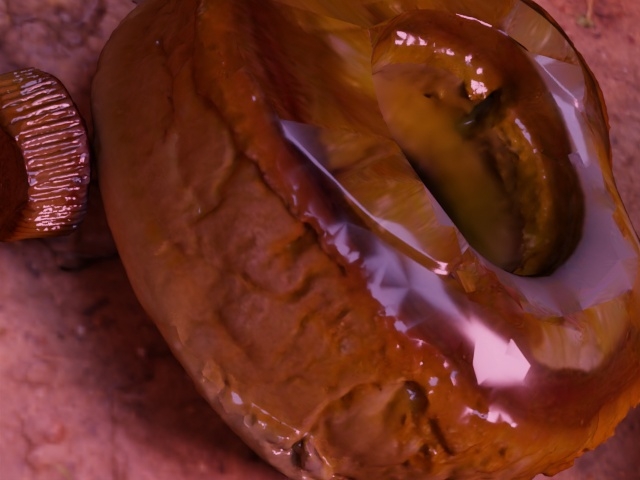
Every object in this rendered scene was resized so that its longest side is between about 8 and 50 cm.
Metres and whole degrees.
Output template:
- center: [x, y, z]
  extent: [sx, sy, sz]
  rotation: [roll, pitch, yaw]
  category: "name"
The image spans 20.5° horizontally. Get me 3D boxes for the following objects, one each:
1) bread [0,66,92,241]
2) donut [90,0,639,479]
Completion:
- center: [-0.140, -0.041, 0.866]
  extent: [0.053, 0.085, 0.085]
  rotation: [-13, 80, -33]
  category: "bread"
- center: [0.047, -0.025, 0.917]
  extent: [0.330, 0.160, 0.330]
  rotation: [28, 45, -32]
  category: "donut"
